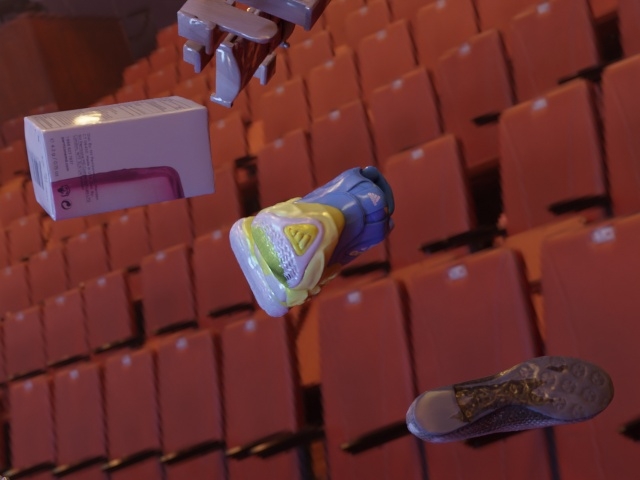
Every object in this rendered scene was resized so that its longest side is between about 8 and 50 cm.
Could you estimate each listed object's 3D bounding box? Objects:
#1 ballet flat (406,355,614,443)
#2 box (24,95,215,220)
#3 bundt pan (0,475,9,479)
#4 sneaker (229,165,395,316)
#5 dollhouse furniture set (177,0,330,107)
[{"bbox_3d":[0.217,0.190,1.277,0.250,0.084,0.058,-10,-28,-13],"label":"ballet flat"},{"bbox_3d":[-0.282,-0.119,1.552,0.232,0.127,0.148,-11,18,-21],"label":"box"},{"bbox_3d":[-0.389,0.475,1.434,0.124,0.331,0.331,13,-16,-24],"label":"bundt pan"},{"bbox_3d":[0.000,0.000,0.931,0.126,0.091,0.240,-26,2,-12],"label":"sneaker"},{"bbox_3d":[-0.086,-0.297,1.819,0.355,0.173,0.303,97,-160,-53],"label":"dollhouse furniture set"}]
